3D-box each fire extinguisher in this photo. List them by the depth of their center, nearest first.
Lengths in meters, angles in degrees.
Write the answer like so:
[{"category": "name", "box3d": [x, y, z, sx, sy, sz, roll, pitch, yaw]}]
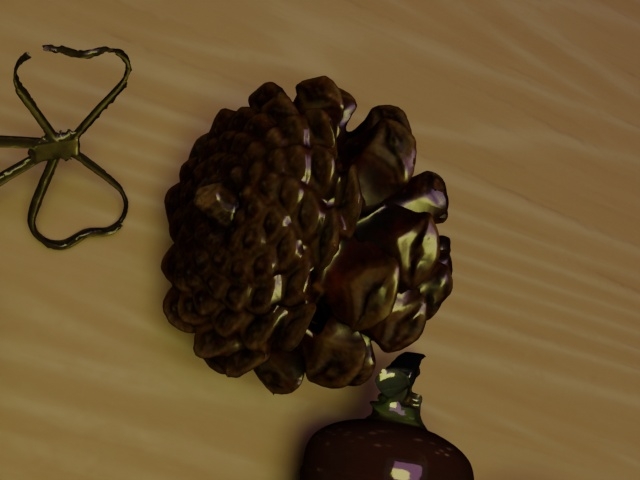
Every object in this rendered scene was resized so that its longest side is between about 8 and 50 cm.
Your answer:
[{"category": "fire extinguisher", "box3d": [0.032, 0.228, 0.451, 0.114, 0.135, 0.338, 6, 73, 14]}]

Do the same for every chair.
[{"category": "chair", "box3d": [-0.217, 0.027, 0.339, 0.325, 0.160, 0.170, -19, 51, -30]}]

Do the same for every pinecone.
[{"category": "pinecone", "box3d": [0.000, 0.000, 0.464, 0.207, 0.207, 0.208, 6, 72, -21]}]
